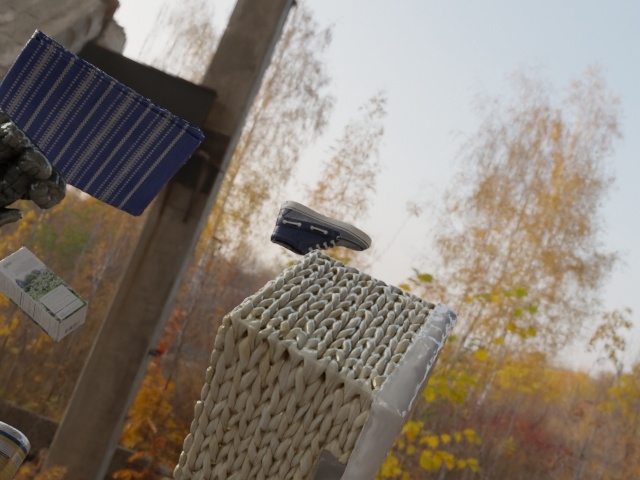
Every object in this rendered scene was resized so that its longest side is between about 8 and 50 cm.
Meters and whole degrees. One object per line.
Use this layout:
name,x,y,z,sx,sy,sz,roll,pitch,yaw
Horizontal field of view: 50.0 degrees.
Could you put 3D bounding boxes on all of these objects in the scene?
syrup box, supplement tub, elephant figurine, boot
syrup box,-0.714,0.136,1.747,0.237,0.093,0.096,38,-45,9
supplement tub,-0.814,0.550,1.652,0.145,0.199,0.144,11,-45,11
elephant figurine,-0.500,-0.063,0.966,0.169,0.239,0.186,44,-11,20
boot,0.000,0.000,1.308,0.190,0.086,0.069,22,-22,-7

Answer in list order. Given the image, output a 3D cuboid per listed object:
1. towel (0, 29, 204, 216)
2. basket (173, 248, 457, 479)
towel,-0.409,-0.194,1.237,0.336,0.243,0.040,30,30,-28
basket,-0.003,0.234,1.010,0.267,0.328,0.331,26,25,12
